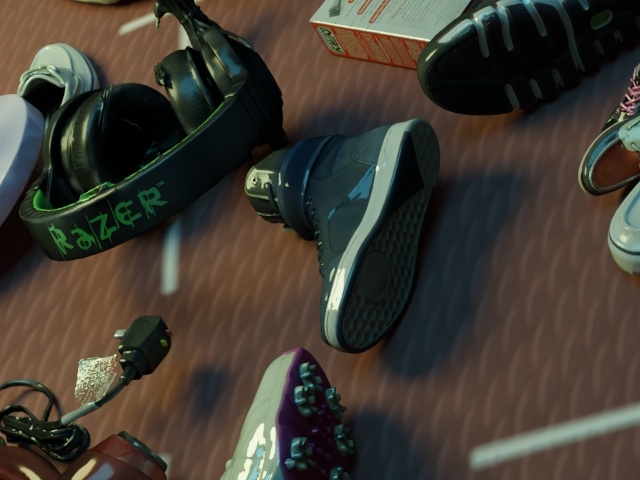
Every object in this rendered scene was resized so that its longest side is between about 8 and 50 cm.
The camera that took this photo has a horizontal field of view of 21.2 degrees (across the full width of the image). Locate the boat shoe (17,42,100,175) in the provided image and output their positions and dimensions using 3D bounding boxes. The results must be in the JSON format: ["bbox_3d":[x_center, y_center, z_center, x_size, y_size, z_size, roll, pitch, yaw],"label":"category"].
[{"bbox_3d":[-0.278,-0.151,1.795,0.083,0.076,0.226,-27,42,7],"label":"boat shoe"}]

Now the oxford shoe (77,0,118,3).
[{"bbox_3d":[-0.177,-0.356,1.903,0.449,0.169,0.130,-2,8,40],"label":"oxford shoe"}]

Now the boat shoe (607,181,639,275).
[{"bbox_3d":[0.327,-0.082,1.344,0.267,0.088,0.096,-36,42,-4],"label":"boat shoe"}]

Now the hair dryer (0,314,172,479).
[{"bbox_3d":[-0.218,0.212,1.435,0.223,0.080,0.294,-28,33,30],"label":"hair dryer"}]

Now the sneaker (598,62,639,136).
[{"bbox_3d":[0.271,-0.123,1.443,0.047,0.057,0.119,27,69,42],"label":"sneaker"}]

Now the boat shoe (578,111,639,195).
[{"bbox_3d":[0.272,-0.082,1.404,0.137,0.049,0.043,-35,18,-10],"label":"boat shoe"}]

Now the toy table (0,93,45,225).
[{"bbox_3d":[-0.420,-0.060,1.682,0.274,0.161,0.252,-56,38,-1],"label":"toy table"}]

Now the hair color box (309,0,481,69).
[{"bbox_3d":[0.083,-0.217,1.652,0.167,0.053,0.093,17,62,40],"label":"hair color box"}]

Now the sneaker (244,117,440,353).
[{"bbox_3d":[0.001,0.001,1.472,0.163,0.086,0.226,-3,52,33],"label":"sneaker"}]

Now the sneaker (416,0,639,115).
[{"bbox_3d":[0.199,-0.219,1.560,0.281,0.106,0.162,-24,36,-5],"label":"sneaker"}]

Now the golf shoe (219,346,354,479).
[{"bbox_3d":[-0.055,0.213,1.285,0.140,0.115,0.306,-16,43,24],"label":"golf shoe"}]

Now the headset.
[{"bbox_3d":[-0.155,-0.129,1.600,0.243,0.185,0.394,-23,20,24],"label":"headset"}]
